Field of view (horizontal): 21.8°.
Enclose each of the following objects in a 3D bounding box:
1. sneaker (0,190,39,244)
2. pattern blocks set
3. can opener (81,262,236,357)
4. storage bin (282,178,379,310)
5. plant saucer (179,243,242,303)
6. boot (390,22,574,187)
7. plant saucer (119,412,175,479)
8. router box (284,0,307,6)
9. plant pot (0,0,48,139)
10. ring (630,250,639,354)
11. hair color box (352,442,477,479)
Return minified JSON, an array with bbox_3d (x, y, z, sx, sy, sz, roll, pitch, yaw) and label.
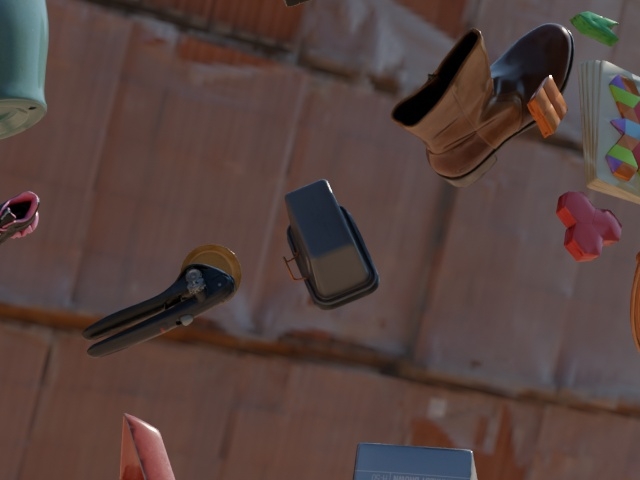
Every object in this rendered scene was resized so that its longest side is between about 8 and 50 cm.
[{"bbox_3d":[-0.327,-0.012,1.659,0.047,0.119,0.057,49,-33,-1],"label":"sneaker"},{"bbox_3d":[0.363,-0.116,1.907,0.285,0.325,0.026,7,-27,-30],"label":"pattern blocks set"},{"bbox_3d":[-0.180,0.084,1.866,0.059,0.186,0.073,60,-6,44],"label":"can opener"},{"bbox_3d":[0.000,0.000,1.951,0.098,0.135,0.091,-22,-36,-2],"label":"storage bin"},{"bbox_3d":[-0.147,0.046,2.207,0.083,0.083,0.015,14,-1,-11],"label":"plant saucer"},{"bbox_3d":[0.206,-0.210,2.082,0.096,0.264,0.280,47,1,23],"label":"boot"},{"bbox_3d":[-0.223,0.399,2.328,0.047,0.259,0.258,-15,-27,-16],"label":"plant saucer"},{"bbox_3d":[0.050,-0.349,1.671,0.243,0.081,0.309,-17,27,-2],"label":"router box"},{"bbox_3d":[-0.502,-0.276,2.326,0.271,0.255,0.271,-14,-12,-3],"label":"plant pot"},{"bbox_3d":[0.507,0.021,2.126,0.336,0.337,0.032,16,10,-44],"label":"ring"},{"bbox_3d":[0.075,0.392,1.498,0.113,0.374,0.185,2,-26,10],"label":"hair color box"}]
